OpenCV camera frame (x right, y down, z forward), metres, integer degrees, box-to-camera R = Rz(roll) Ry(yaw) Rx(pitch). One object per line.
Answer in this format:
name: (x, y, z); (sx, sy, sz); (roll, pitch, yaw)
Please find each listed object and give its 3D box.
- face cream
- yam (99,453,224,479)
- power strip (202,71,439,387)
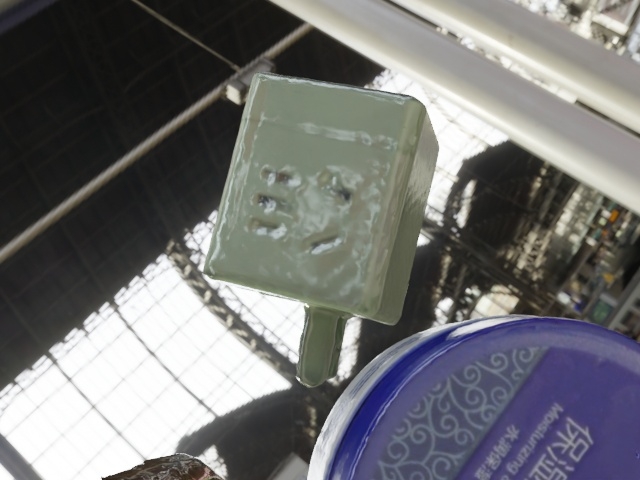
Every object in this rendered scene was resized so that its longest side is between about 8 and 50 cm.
face cream: (0.097, 0.141, 0.401); (0.206, 0.206, 0.111); (-51, 3, -10)
yam: (-0.166, 0.227, 0.486); (0.131, 0.131, 0.279); (-61, -23, 15)
power strip: (0.000, 0.000, 0.622); (0.139, 0.140, 0.224); (34, -110, -75)
